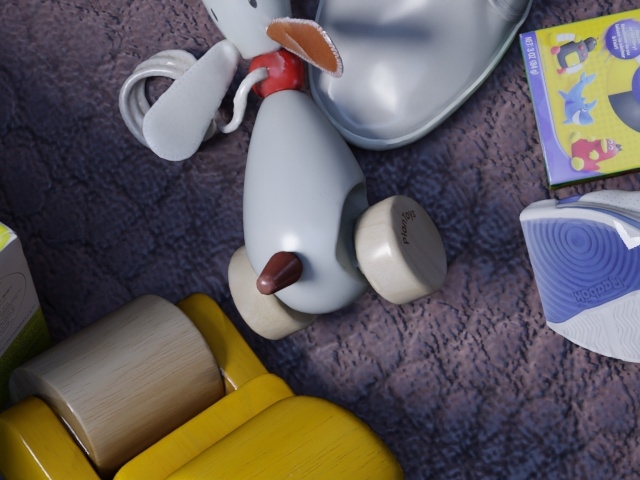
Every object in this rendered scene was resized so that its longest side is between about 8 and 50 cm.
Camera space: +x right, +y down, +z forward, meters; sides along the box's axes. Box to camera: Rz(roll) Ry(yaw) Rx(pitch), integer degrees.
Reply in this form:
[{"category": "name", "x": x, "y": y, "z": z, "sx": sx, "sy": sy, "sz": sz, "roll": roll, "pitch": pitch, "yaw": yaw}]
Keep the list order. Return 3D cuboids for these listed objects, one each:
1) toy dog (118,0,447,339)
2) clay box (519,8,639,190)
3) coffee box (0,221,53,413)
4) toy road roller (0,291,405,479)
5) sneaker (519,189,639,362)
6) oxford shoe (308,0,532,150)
[{"category": "toy dog", "x": -0.045, "y": -0.071, "z": 1.355, "sx": 0.220, "sy": 0.161, "sz": 0.334, "roll": -44, "pitch": 75, "yaw": 22}, {"category": "clay box", "x": 0.280, "y": -0.125, "z": 1.413, "sx": 0.222, "sy": 0.053, "sz": 0.127, "roll": -12, "pitch": 85, "yaw": 7}, {"category": "coffee box", "x": -0.438, "y": 0.079, "z": 1.303, "sx": 0.337, "sy": 0.334, "sz": 0.338, "roll": 34, "pitch": 73, "yaw": 8}, {"category": "toy road roller", "x": -0.074, "y": 0.174, "z": 1.314, "sx": 0.202, "sy": 0.240, "sz": 0.329, "roll": -32, "pitch": 78, "yaw": -32}, {"category": "sneaker", "x": 0.331, "y": 0.004, "z": 1.364, "sx": 0.315, "sy": 0.182, "sz": 0.127, "roll": -2, "pitch": 107, "yaw": 37}, {"category": "oxford shoe", "x": 0.130, "y": -0.276, "z": 1.407, "sx": 0.169, "sy": 0.130, "sz": 0.449, "roll": 34, "pitch": 93, "yaw": 4}]
